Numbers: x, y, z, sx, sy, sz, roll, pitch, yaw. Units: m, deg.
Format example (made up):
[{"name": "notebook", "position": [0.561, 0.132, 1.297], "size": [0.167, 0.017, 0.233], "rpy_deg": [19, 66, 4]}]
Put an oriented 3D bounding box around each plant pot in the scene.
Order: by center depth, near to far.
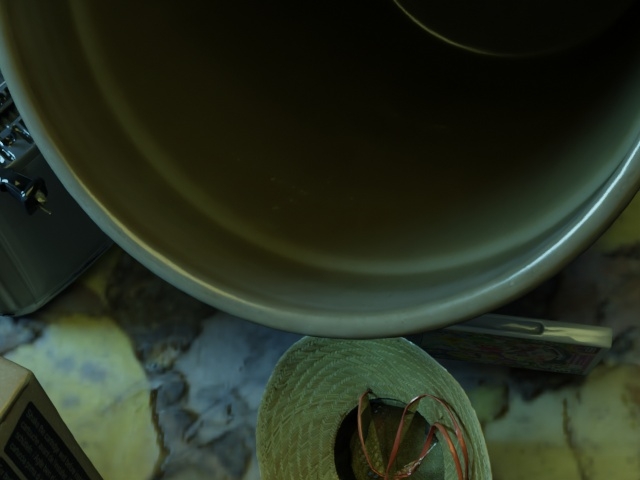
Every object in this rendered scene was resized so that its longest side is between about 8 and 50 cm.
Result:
[{"name": "plant pot", "position": [0.049, -0.145, 0.930], "size": [0.323, 0.280, 0.323], "rpy_deg": [6, 106, 21]}]

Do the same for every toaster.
[{"name": "toaster", "position": [-0.184, -0.059, 1.021], "size": [0.227, 0.146, 0.129], "rpy_deg": [39, 74, 26]}]

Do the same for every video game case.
[{"name": "video game case", "position": [0.072, 0.046, 0.944], "size": [0.122, 0.087, 0.011], "rpy_deg": [7, 78, 2]}]

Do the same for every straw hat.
[{"name": "straw hat", "position": [0.042, 0.101, 0.940], "size": [0.061, 0.144, 0.144], "rpy_deg": [-13, 49, -47]}]

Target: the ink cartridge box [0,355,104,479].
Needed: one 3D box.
[{"name": "ink cartridge box", "position": [-0.220, 0.090, 0.918], "size": [0.234, 0.193, 0.088], "rpy_deg": [23, 67, 20]}]
